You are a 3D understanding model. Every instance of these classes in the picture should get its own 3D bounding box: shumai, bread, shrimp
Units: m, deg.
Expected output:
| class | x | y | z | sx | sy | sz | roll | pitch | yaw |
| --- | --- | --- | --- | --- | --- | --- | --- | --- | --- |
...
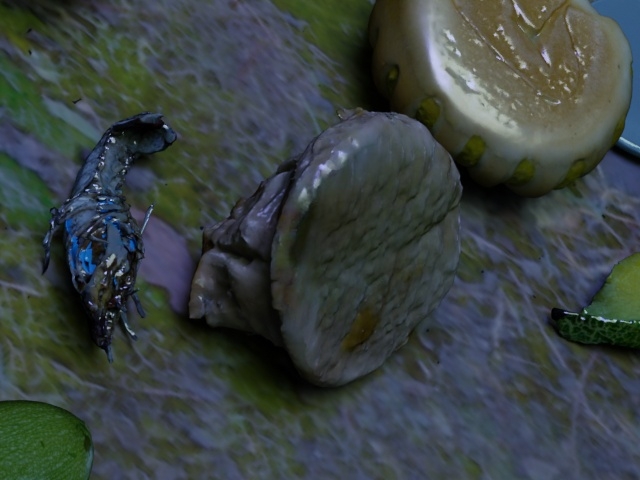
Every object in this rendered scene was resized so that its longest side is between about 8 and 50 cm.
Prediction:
| class | x | y | z | sx | sy | sz | roll | pitch | yaw |
| --- | --- | --- | --- | --- | --- | --- | --- | --- | --- |
| shumai | 0.000 | 0.000 | 1.134 | 0.120 | 0.201 | 0.201 | 23 | 45 | 37 |
| bread | 0.130 | -0.128 | 1.265 | 0.213 | 0.105 | 0.213 | 10 | 65 | -23 |
| shrimp | -0.139 | -0.004 | 1.110 | 0.082 | 0.076 | 0.174 | 53 | 37 | -46 |

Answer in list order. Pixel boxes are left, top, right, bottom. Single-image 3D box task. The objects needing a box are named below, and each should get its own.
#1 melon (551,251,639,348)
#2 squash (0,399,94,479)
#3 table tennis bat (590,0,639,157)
| class | x | y | z | sx | sy | sz | roll | pitch | yaw |
| --- | --- | --- | --- | --- | --- | --- | --- | --- | --- |
| melon | 0.286 | 0.028 | 1.299 | 0.261 | 0.053 | 0.114 | -16 | 66 | -32 |
| squash | -0.293 | 0.169 | 0.912 | 0.395 | 0.107 | 0.107 | -12 | 72 | -31 |
| table tennis bat | 0.304 | -0.109 | 1.382 | 0.244 | 0.040 | 0.153 | 35 | 57 | -2 |
